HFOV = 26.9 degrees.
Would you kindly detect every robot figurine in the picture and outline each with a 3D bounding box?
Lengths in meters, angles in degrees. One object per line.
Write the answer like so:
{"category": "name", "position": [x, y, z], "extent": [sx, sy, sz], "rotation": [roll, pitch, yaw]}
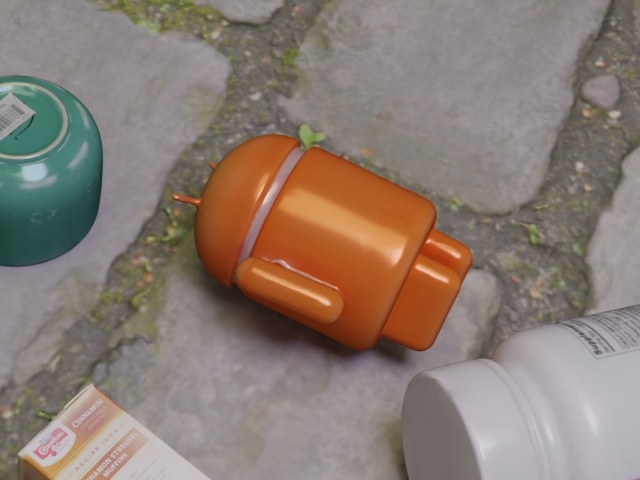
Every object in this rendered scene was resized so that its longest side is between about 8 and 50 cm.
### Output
{"category": "robot figurine", "position": [0.000, 0.000, 1.003], "extent": [0.219, 0.128, 0.158], "rotation": [25, 69, 5]}

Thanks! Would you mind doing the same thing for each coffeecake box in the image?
{"category": "coffeecake box", "position": [-0.098, 0.197, 0.828], "extent": [0.185, 0.142, 0.068], "rotation": [36, 55, 13]}

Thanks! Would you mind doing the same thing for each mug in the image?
{"category": "mug", "position": [-0.227, -0.050, 1.004], "extent": [0.129, 0.097, 0.158], "rotation": [-3, 55, -14]}

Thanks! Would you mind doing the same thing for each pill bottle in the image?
{"category": "pill bottle", "position": [0.211, 0.129, 0.934], "extent": [0.283, 0.160, 0.160], "rotation": [-11, 58, -18]}
